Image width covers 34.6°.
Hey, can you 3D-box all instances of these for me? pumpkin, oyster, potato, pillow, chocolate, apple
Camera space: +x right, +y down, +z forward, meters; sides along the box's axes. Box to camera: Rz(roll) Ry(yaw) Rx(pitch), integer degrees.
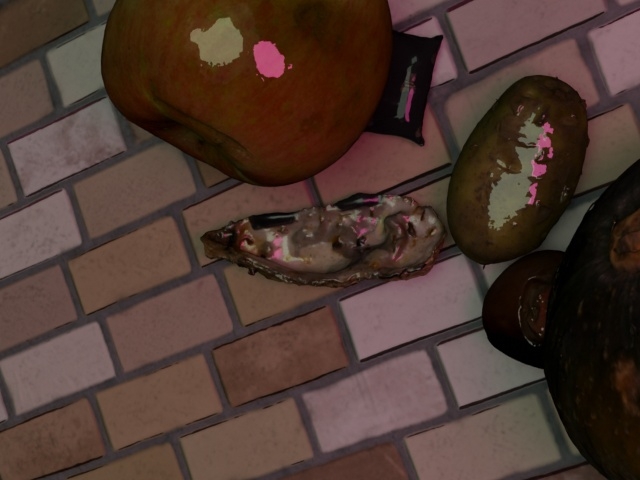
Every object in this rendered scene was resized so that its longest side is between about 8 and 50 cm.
[{"bbox_3d":[0.427,0.075,1.032,0.344,0.454,0.454,40,104,-16],"label":"pumpkin"},{"bbox_3d":[0.000,0.003,1.363,0.345,0.078,0.129,-2,69,21],"label":"oyster"},{"bbox_3d":[0.239,-0.082,1.257,0.149,0.113,0.251,22,100,20],"label":"potato"},{"bbox_3d":[0.103,-0.203,1.333,0.090,0.048,0.150,13,92,21],"label":"pillow"},{"bbox_3d":[0.267,0.077,1.247,0.127,0.124,0.133,27,69,22],"label":"chocolate"},{"bbox_3d":[-0.083,-0.237,1.254,0.339,0.339,0.340,0,90,19],"label":"apple"}]
